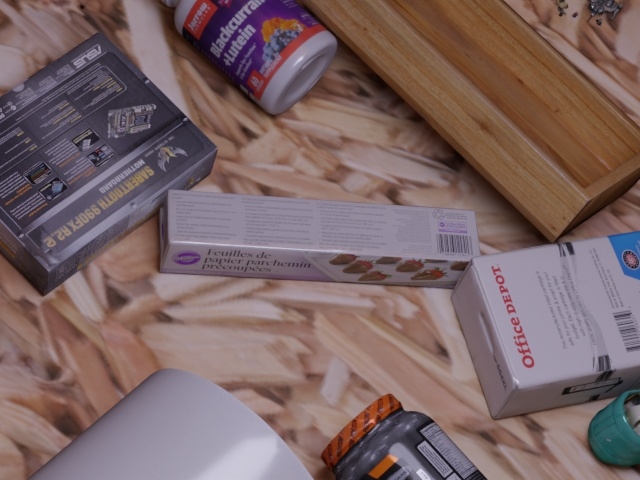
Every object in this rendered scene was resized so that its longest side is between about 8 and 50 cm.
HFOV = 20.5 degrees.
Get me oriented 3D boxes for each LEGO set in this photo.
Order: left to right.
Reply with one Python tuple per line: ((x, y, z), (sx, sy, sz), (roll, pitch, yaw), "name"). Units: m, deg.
((0.314, -0.275, 2.046), (0.083, 0.023, 0.054), (-16, 67, -23), "LEGO set")

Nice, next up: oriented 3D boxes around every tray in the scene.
((0.160, -0.187, 1.887), (0.411, 0.076, 0.203), (44, 35, 12), "tray")

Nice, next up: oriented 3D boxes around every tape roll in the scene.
((-0.123, 0.253, 1.502), (0.246, 0.246, 0.169), (43, 60, 10), "tape roll")

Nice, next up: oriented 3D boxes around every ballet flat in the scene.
((0.391, 0.179, 1.774), (0.247, 0.087, 0.083), (-5, 62, -18), "ballet flat")

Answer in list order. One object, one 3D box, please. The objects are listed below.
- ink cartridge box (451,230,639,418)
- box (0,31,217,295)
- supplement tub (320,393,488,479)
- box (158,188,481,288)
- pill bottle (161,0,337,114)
((0.252, 0.084, 1.790), (0.203, 0.086, 0.148), (-8, 64, -18), "ink cartridge box")
((-0.247, -0.081, 1.766), (0.183, 0.056, 0.231), (45, 61, 11), "box")
((0.095, 0.241, 1.642), (0.117, 0.117, 0.190), (-36, 75, -29), "supplement tub")
((0.000, 0.000, 1.783), (0.324, 0.063, 0.067), (3, 59, -14), "box")
((-0.085, -0.233, 1.865), (0.193, 0.108, 0.108), (42, 59, 10), "pill bottle")
